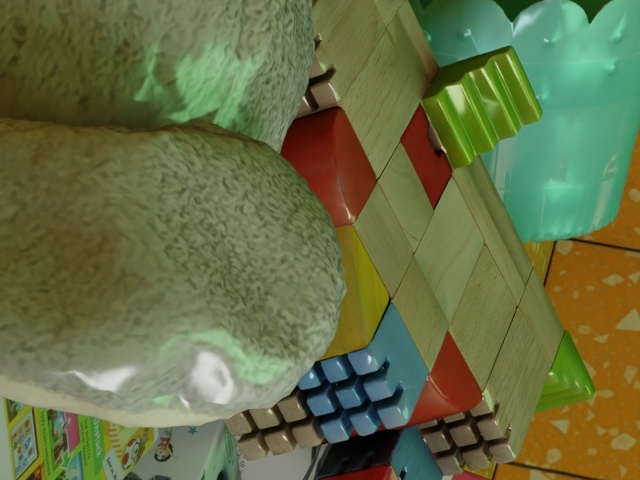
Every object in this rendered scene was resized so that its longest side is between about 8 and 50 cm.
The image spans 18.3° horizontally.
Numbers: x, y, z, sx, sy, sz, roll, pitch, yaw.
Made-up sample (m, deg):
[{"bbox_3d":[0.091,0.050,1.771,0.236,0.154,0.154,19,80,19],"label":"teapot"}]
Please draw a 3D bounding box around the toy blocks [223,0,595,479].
[{"bbox_3d":[0.013,0.013,1.109,0.381,0.191,0.261,62,29,-21],"label":"toy blocks"}]

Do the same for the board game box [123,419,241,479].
[{"bbox_3d":[-0.124,0.259,1.077,0.224,0.097,0.303,84,20,-50],"label":"board game box"}]

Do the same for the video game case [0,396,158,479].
[{"bbox_3d":[-0.141,0.067,0.914,0.206,0.026,0.227,-49,148,-45],"label":"video game case"}]

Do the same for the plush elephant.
[{"bbox_3d":[-0.106,-0.030,0.498,0.330,0.255,0.272,73,20,-57],"label":"plush elephant"}]

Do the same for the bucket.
[{"bbox_3d":[0.113,-0.124,1.455,0.281,0.281,0.183,-50,149,-67],"label":"bucket"}]

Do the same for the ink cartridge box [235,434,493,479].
[{"bbox_3d":[0.016,0.191,1.289,0.172,0.237,0.100,75,38,-64],"label":"ink cartridge box"}]
